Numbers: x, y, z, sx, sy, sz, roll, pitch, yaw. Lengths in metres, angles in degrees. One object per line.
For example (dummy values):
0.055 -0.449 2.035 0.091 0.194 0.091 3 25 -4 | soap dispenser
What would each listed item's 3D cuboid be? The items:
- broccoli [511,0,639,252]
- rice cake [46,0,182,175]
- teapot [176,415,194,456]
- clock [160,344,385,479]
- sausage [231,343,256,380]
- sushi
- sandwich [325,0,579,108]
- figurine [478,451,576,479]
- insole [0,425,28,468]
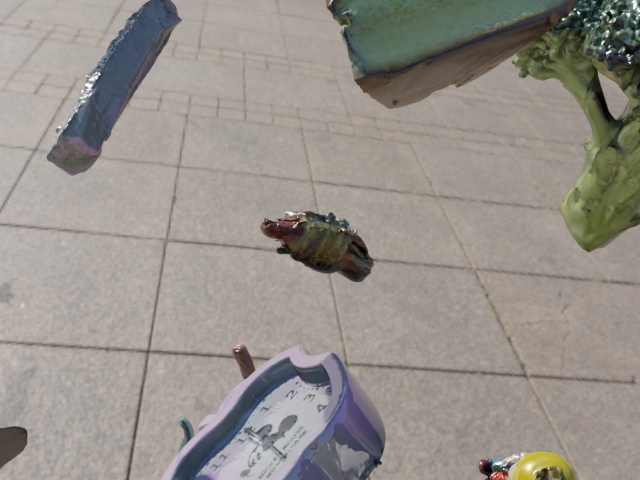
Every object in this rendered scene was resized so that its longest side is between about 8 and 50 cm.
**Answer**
0.445 -0.117 0.847 0.275 0.397 0.353 -24 33 -15 | broccoli
-0.219 -0.180 0.743 0.055 0.049 0.270 40 49 -31 | rice cake
-0.141 0.429 1.215 0.294 0.193 0.129 27 71 -15 | teapot
-0.073 0.300 0.964 0.338 0.102 0.338 -33 18 12 | clock
-0.155 0.298 1.494 0.036 0.158 0.042 -25 19 -27 | sausage
0.000 -0.003 1.216 0.226 0.097 0.103 21 26 -24 | sushi
0.093 -0.170 0.540 0.244 0.088 0.090 -24 84 -28 | sandwich
0.378 0.447 1.266 0.185 0.127 0.234 2 -6 21 | figurine
-0.694 0.463 1.404 0.119 0.348 0.009 10 45 -36 | insole
